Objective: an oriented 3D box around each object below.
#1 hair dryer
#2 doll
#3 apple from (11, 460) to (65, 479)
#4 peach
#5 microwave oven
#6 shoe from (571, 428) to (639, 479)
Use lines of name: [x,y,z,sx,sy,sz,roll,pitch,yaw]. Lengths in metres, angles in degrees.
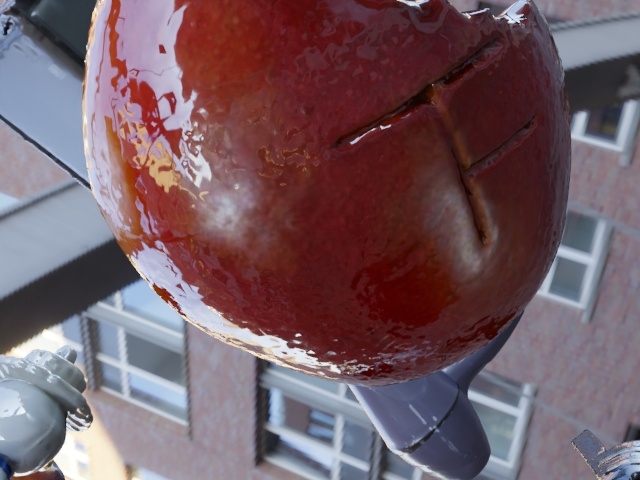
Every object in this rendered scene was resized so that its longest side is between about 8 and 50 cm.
hair dryer: [0.171,0.103,1.398,0.361,0.301,0.121,-47,13,-23]
doll: [-0.312,0.214,0.987,0.119,0.138,0.293,46,-127,-22]
apple: [-0.447,0.360,1.478,0.199,0.199,0.199,-51,-29,-43]
peach: [0.004,-0.051,0.457,0.226,0.196,0.190,53,-160,-30]
microwave oven: [-0.164,-0.159,0.944,0.247,0.178,0.188,41,-120,-21]
shoe: [0.197,0.145,0.634,0.049,0.071,0.179,-38,4,4]
